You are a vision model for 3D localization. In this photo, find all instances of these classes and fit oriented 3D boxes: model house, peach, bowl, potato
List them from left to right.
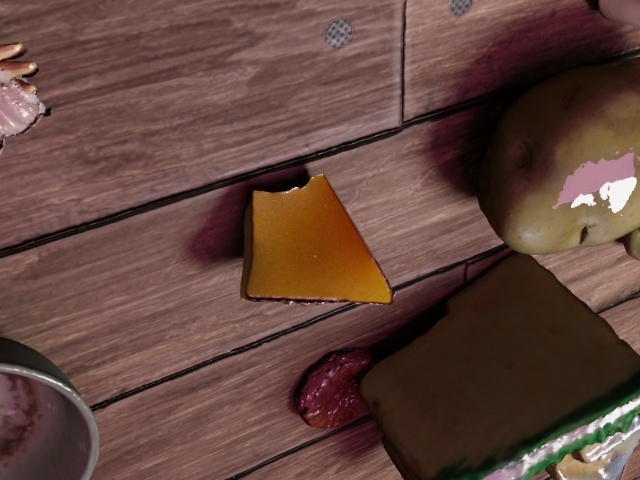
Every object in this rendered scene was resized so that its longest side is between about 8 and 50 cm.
[{"bbox_3d":[-0.400,0.204,0.776,0.289,0.146,0.289,-16,128,-21],"label":"bowl"},{"bbox_3d":[0.303,0.293,1.157,0.382,0.335,0.343,-31,133,-6],"label":"model house"},{"bbox_3d":[0.364,-0.115,0.957,0.326,0.221,0.243,-27,126,5],"label":"potato"},{"bbox_3d":[0.587,-0.001,1.282,0.083,0.083,0.083,-17,130,-21],"label":"peach"}]

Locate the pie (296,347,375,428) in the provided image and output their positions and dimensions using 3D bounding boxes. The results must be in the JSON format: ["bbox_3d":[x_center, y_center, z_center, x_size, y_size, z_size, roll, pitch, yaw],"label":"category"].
[{"bbox_3d":[0.029,0.241,1.145,0.153,0.038,0.154,-18,130,-23],"label":"pie"}]

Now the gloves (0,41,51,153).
[{"bbox_3d":[-0.312,-0.111,0.627,0.144,0.094,0.110,-49,146,-18],"label":"gloves"}]

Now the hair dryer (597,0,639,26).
[{"bbox_3d":[0.531,-0.391,0.902,0.344,0.189,0.107,-47,136,-14],"label":"hair dryer"}]

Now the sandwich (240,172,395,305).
[{"bbox_3d":[0.000,0.000,0.888,0.192,0.058,0.163,4,86,-19],"label":"sandwich"}]
